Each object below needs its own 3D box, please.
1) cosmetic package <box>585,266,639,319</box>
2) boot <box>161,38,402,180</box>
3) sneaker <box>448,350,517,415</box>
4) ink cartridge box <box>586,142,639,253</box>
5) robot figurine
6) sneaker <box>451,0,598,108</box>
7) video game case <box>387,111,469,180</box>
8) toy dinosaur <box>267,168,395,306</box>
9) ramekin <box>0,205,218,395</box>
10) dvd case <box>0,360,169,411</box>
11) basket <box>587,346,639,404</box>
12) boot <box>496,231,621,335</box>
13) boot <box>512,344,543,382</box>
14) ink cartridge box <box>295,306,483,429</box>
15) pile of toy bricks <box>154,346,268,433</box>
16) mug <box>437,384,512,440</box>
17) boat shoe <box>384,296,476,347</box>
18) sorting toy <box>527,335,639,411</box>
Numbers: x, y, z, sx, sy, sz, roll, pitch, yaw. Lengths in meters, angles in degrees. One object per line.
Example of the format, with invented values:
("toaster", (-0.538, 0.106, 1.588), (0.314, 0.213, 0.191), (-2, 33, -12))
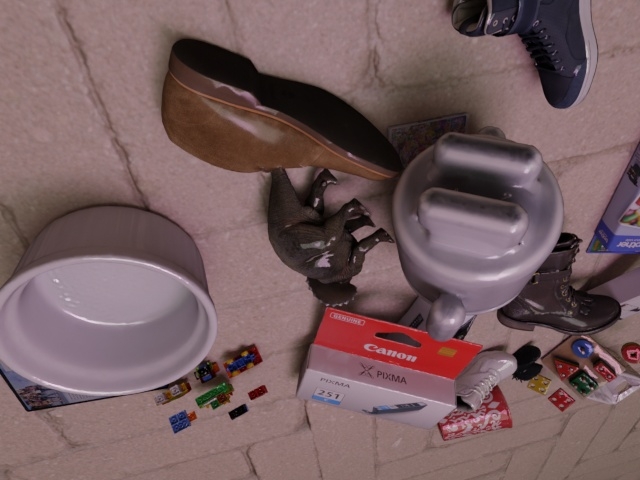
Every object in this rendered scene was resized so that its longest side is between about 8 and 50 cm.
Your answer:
("cosmetic package", (0.660, 0.112, 0.962), (0.098, 0.061, 0.239), (10, 145, -26))
("boot", (-0.043, -0.130, 0.571), (0.305, 0.112, 0.115), (19, 129, -18))
("sneaker", (0.364, 0.348, 1.072), (0.232, 0.115, 0.090), (-32, 106, 9))
("ink cartridge box", (0.634, -0.077, 0.823), (0.185, 0.065, 0.311), (0, 132, -1))
("robot figurine", (0.206, -0.010, 0.639), (0.199, 0.300, 0.353), (18, 165, 19))
("sneaker", (0.245, -0.245, 0.555), (0.163, 0.086, 0.226), (-27, 123, -8))
("video game case", (0.158, -0.139, 0.679), (0.122, 0.011, 0.087), (-12, 131, -7))
("toy dinosaur", (0.000, 0.000, 0.677), (0.160, 0.121, 0.313), (-44, 133, 3))
("ramekin", (-0.290, 0.085, 0.648), (0.277, 0.135, 0.277), (-8, 130, -10))
("dvd case", (-0.412, 0.226, 0.807), (0.252, 0.022, 0.180), (-7, 131, -12))
("basket", (0.752, 0.354, 1.215), (0.167, 0.103, 0.113), (21, 120, -31))
("boot", (0.470, 0.081, 0.888), (0.262, 0.091, 0.229), (-4, 130, 7))
("boot", (0.523, 0.312, 1.149), (0.099, 0.045, 0.121), (23, 126, -29))
("ink cartridge box", (0.118, 0.256, 0.874), (0.296, 0.066, 0.261), (14, 137, -2))
("pile of toy bricks", (-0.198, 0.297, 0.891), (0.212, 0.118, 0.105), (-26, 165, -6))
("mug", (0.379, 0.447, 1.156), (0.169, 0.113, 0.150), (-16, 130, 1))
("boat shoe", (0.243, 0.161, 0.896), (0.102, 0.108, 0.301), (15, 126, -27))
("sorting toy", (0.641, 0.319, 1.133), (0.274, 0.132, 0.046), (-52, 164, 26))
